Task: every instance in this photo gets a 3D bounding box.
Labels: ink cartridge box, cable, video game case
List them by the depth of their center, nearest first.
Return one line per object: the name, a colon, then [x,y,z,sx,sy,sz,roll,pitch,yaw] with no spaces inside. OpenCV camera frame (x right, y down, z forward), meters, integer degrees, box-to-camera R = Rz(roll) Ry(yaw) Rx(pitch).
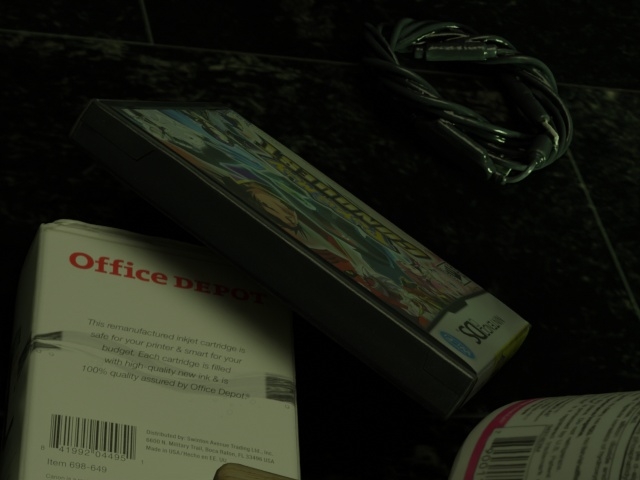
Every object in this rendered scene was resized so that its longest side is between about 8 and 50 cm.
ink cartridge box: [-0.099,0.105,0.963,0.158,0.092,0.218,12,47,-16]
video game case: [0.000,0.000,1.061,0.275,0.035,0.248,37,12,9]
cable: [0.114,-0.124,1.314,0.184,0.047,0.150,36,44,10]

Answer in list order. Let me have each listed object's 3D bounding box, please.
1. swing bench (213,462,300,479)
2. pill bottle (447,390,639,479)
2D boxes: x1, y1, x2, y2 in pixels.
swing bench: [0.076,0.235,0.767,0.255,0.253,0.165,1,47,-1]
pill bottle: [0.220,0.158,0.910,0.160,0.283,0.160,10,76,-45]
